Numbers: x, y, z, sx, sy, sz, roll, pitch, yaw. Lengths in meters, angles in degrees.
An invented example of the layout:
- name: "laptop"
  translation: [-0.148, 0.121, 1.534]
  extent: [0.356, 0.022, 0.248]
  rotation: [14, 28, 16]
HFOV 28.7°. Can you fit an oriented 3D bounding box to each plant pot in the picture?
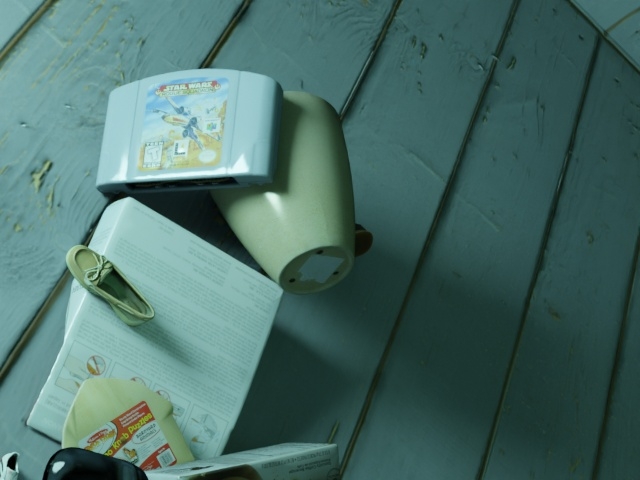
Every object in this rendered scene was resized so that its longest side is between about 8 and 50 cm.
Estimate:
- name: "plant pot"
  translation: [-0.045, -0.058, 2.038]
  extent: [0.256, 0.256, 0.274]
  rotation: [11, 44, -38]

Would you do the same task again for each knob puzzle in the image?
- name: "knob puzzle"
  translation: [-0.290, 0.283, 1.780]
  extent: [0.213, 0.030, 0.213]
  rotation: [8, 75, -32]

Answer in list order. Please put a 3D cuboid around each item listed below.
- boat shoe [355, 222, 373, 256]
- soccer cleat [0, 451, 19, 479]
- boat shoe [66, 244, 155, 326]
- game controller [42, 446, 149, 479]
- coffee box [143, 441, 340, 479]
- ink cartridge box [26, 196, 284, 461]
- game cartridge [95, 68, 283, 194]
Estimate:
- name: "boat shoe"
  translation: [0.000, 0.000, 2.235]
  extent: [0.207, 0.073, 0.073]
  rotation: [-2, 29, -47]
- name: "soccer cleat"
  translation: [-0.418, 0.320, 1.663]
  extent: [0.029, 0.035, 0.083]
  rotation: [28, 48, -27]
- name: "boat shoe"
  translation: [-0.302, 0.063, 1.812]
  extent: [0.153, 0.048, 0.056]
  rotation: [50, 56, -13]
- name: "game controller"
  translation: [-0.288, 0.419, 1.543]
  extent: [0.166, 0.067, 0.319]
  rotation: [22, 60, -37]
- name: "coffee box"
  translation: [-0.111, 0.395, 1.803]
  extent: [0.297, 0.119, 0.168]
  rotation: [-3, 86, -43]
- name: "ink cartridge box"
  translation: [-0.252, 0.172, 1.904]
  extent: [0.308, 0.091, 0.385]
  rotation: [32, 63, -24]
- name: "game cartridge"
  translation: [-0.209, -0.176, 1.987]
  extent: [0.062, 0.297, 0.198]
  rotation: [47, 43, -65]
